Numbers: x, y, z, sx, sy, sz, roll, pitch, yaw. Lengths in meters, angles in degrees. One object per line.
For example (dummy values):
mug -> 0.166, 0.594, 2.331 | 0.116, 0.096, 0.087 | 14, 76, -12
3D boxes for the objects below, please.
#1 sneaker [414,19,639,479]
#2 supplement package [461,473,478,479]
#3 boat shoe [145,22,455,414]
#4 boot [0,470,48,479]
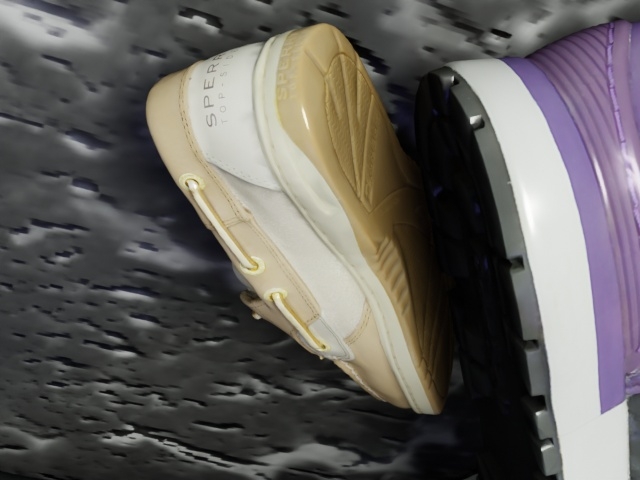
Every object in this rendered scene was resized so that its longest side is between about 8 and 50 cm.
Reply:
sneaker -> 0.116, 0.064, 0.393 | 0.124, 0.107, 0.283 | -16, 126, -6
supplement package -> 0.035, 0.252, 0.659 | 0.262, 0.145, 0.204 | -25, 137, 30
boat shoe -> 0.000, 0.000, 0.391 | 0.059, 0.063, 0.170 | -3, 143, 20
boot -> -0.203, 0.150, 0.567 | 0.179, 0.085, 0.236 | 22, 139, -33
